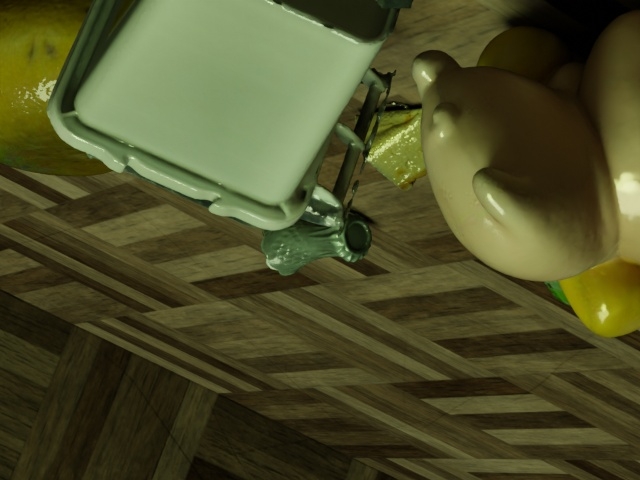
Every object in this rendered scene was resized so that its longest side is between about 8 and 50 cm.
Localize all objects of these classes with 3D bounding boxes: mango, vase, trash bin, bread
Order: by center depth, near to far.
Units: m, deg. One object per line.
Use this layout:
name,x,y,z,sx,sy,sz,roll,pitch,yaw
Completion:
trash bin,-0.039,-0.185,1.581,0.296,0.255,0.367,25,155,-10
mango,-0.243,-0.168,1.929,0.365,0.182,0.253,0,161,40
bread,0.097,-0.121,1.974,0.109,0.080,0.084,-37,129,28
vase,0.000,0.000,2.373,0.081,0.081,0.149,32,156,-34

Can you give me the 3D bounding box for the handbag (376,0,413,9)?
handbag,0.047,-0.283,1.240,0.089,0.175,0.270,13,160,22

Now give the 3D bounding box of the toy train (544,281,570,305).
toy train,0.362,0.011,1.821,0.307,0.173,0.249,14,169,20

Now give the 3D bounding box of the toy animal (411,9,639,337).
toy animal,0.247,-0.098,1.566,0.247,0.277,0.345,-26,147,29
